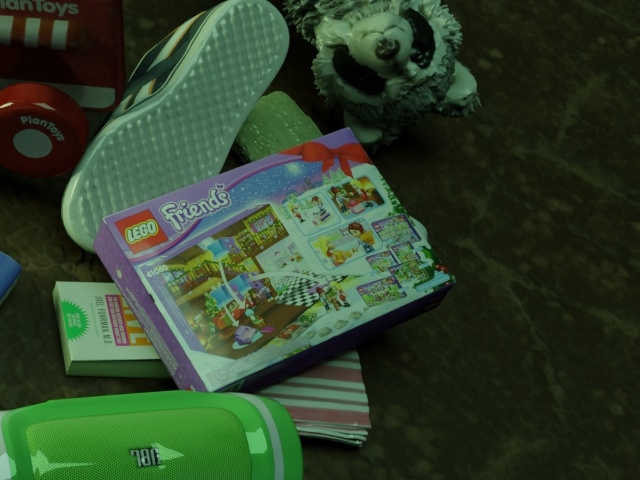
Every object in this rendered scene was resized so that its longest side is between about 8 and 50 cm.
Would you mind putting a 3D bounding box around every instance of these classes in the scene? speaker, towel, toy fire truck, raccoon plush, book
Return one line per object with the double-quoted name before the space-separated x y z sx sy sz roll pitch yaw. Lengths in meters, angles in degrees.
"speaker" -0.168 0.198 1.422 0.296 0.131 0.131 -2 53 -29
"towel" -0.039 -0.096 1.823 0.110 0.027 0.148 -23 66 -39
"toy fire truck" -0.325 -0.212 1.591 0.302 0.254 0.169 7 46 1
"raccoon plush" 0.081 -0.292 1.965 0.299 0.216 0.446 64 24 -12
"towel" -0.033 0.112 1.642 0.144 0.029 0.197 8 46 -21
"book" -0.175 0.083 1.591 0.144 0.035 0.096 1 49 -24

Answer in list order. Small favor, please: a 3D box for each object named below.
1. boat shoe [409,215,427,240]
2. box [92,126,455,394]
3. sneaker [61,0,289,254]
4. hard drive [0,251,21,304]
"boat shoe" 0.000 0.000 1.725 0.228 0.080 0.076 14 58 -17
"box" -0.042 0.023 1.615 0.293 0.057 0.201 -22 68 -30
"sneaker" -0.157 -0.109 1.715 0.126 0.127 0.321 46 67 -19
"hard drive" -0.425 0.079 1.452 0.210 0.040 0.319 30 44 -1
